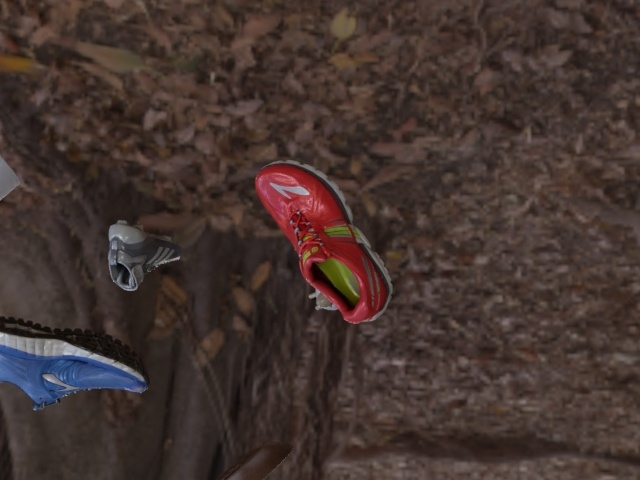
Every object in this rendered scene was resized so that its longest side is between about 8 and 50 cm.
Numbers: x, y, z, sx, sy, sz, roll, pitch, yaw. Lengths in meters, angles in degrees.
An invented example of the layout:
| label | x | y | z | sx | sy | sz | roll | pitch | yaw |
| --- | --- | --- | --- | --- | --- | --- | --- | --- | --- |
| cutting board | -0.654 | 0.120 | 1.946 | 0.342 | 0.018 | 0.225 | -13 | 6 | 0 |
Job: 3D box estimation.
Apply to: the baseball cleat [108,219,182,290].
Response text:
| label | x | y | z | sx | sy | sz | roll | pitch | yaw |
| --- | --- | --- | --- | --- | --- | --- | --- | --- | --- |
| baseball cleat | -0.291 | 0.031 | 1.680 | 0.072 | 0.110 | 0.206 | 5 | 170 | 22 |

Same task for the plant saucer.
| label | x | y | z | sx | sy | sz | roll | pitch | yaw |
| --- | --- | --- | --- | --- | --- | --- | --- | --- | --- |
| plant saucer | -0.126 | 0.362 | 1.561 | 0.198 | 0.036 | 0.198 | -39 | 178 | -2 |

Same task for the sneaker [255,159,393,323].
| label | x | y | z | sx | sy | sz | roll | pitch | yaw |
| --- | --- | --- | --- | --- | --- | --- | --- | --- | --- |
| sneaker | 0.000 | 0.000 | 1.502 | 0.107 | 0.279 | 0.118 | -42 | 176 | 29 |

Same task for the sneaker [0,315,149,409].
| label | x | y | z | sx | sy | sz | roll | pitch | yaw |
| --- | --- | --- | --- | --- | --- | --- | --- | --- | --- |
| sneaker | -0.491 | 0.248 | 1.977 | 0.329 | 0.147 | 0.130 | 14 | -168 | -14 |

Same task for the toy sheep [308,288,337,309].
| label | x | y | z | sx | sy | sz | roll | pitch | yaw |
| --- | --- | --- | --- | --- | --- | --- | --- | --- | --- |
| toy sheep | 0.030 | 0.122 | 2.448 | 0.091 | 0.091 | 0.132 | -12 | -161 | 36 |

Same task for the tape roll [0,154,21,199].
| label | x | y | z | sx | sy | sz | roll | pitch | yaw |
| --- | --- | --- | --- | --- | --- | --- | --- | --- | --- |
| tape roll | -0.652 | -0.137 | 1.749 | 0.246 | 0.169 | 0.246 | 45 | 167 | 13 |
